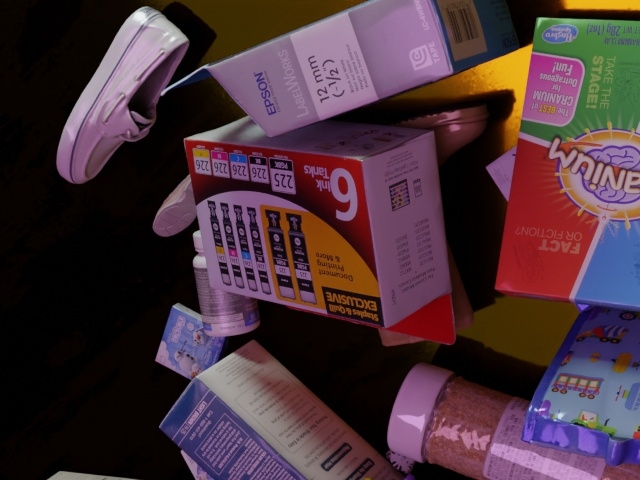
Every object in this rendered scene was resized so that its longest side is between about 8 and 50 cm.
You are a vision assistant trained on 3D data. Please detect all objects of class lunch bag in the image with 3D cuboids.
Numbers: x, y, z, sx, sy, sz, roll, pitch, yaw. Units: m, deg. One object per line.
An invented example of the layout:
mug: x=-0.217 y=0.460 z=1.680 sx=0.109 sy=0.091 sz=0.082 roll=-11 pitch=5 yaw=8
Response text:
lunch bag: x=0.363 y=0.179 z=1.581 sx=0.220 sy=0.293 sz=0.138 roll=11 pitch=108 yaw=22

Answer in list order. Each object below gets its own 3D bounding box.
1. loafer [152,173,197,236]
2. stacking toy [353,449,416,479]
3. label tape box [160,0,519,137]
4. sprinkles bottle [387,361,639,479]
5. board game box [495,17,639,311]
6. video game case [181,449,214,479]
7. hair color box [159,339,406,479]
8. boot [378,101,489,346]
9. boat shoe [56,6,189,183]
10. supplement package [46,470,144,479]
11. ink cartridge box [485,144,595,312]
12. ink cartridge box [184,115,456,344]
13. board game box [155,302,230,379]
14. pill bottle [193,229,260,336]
loafer: x=-0.180 y=-0.056 z=1.916 sx=0.045 sy=0.039 sz=0.125 roll=30 pitch=122 yaw=-22
stacking toy: x=0.142 y=0.354 z=1.799 sx=0.221 sy=0.167 sz=0.052 roll=43 pitch=118 yaw=8
label tape box: x=0.026 y=-0.203 z=1.658 sx=0.347 sy=0.249 sz=0.115 roll=-19 pitch=95 yaw=27
sprinkles bottle: x=0.263 y=0.259 z=1.744 sx=0.355 sy=0.121 sz=0.121 roll=18 pitch=110 yaw=19
board game box: x=0.337 y=-0.082 z=1.577 sx=0.242 sy=0.064 sz=0.317 roll=6 pitch=83 yaw=27
video game case: x=-0.129 y=0.309 z=1.998 sx=0.122 sy=0.011 sz=0.087 roll=-28 pitch=91 yaw=28
hair color box: x=-0.023 y=0.299 z=1.856 sx=0.347 sy=0.174 sz=0.105 roll=41 pitch=116 yaw=10
boot: x=0.138 y=-0.020 z=1.753 sx=0.236 sy=0.089 sz=0.270 roll=-13 pitch=97 yaw=40
boat shoe: x=-0.257 y=-0.175 z=1.888 sx=0.088 sy=0.096 sz=0.268 roll=38 pitch=107 yaw=16
supplement package: x=-0.299 y=0.424 z=2.036 sx=0.244 sy=0.134 sz=0.139 roll=1 pitch=104 yaw=24
ink cartridge box: x=0.291 y=-0.028 z=1.670 sx=0.097 sy=0.046 sz=0.207 roll=-36 pitch=76 yaw=18
ink cartridge box: x=0.000 y=0.000 z=1.727 sx=0.309 sy=0.130 sz=0.272 roll=9 pitch=115 yaw=45
board game box: x=-0.176 y=0.146 z=1.971 sx=0.090 sy=0.020 sz=0.090 roll=26 pitch=113 yaw=18
pill bottle: x=-0.126 y=0.052 z=1.892 sx=0.078 sy=0.078 sz=0.137 roll=-3 pitch=103 yaw=25
